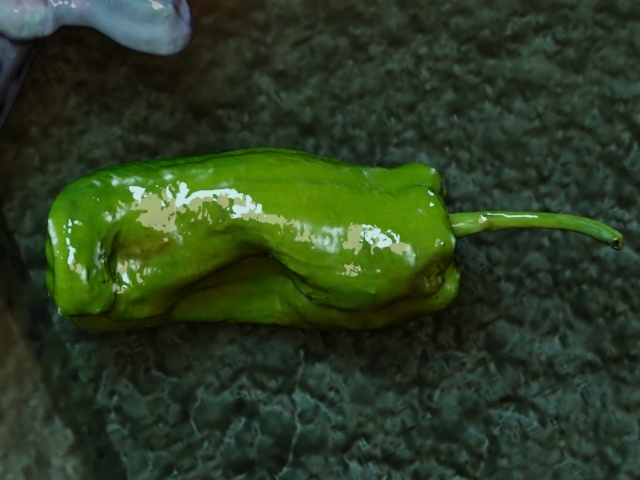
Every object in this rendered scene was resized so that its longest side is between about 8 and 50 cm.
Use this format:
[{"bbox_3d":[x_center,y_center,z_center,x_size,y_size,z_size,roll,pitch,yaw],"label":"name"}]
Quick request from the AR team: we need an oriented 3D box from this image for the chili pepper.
[{"bbox_3d":[0.000,0.003,0.732,0.204,0.072,0.073,-1,44,-9],"label":"chili pepper"}]

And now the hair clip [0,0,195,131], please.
[{"bbox_3d":[-0.115,-0.078,0.711,0.137,0.090,0.278,25,82,18],"label":"hair clip"}]
